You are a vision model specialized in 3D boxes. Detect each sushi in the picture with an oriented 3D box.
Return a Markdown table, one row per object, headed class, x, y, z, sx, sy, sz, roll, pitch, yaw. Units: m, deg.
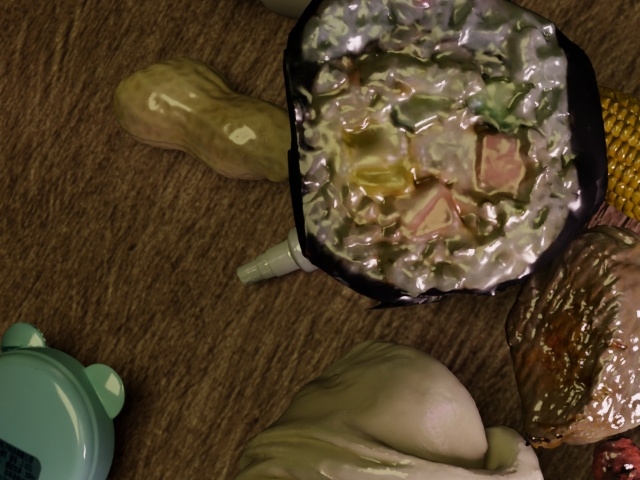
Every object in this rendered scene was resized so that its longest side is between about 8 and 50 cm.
| class | x | y | z | sx | sy | sz | roll | pitch | yaw |
| --- | --- | --- | --- | --- | --- | --- | --- | --- | --- |
| sushi | 0.119 | -0.097 | 1.554 | 0.328 | 0.285 | 0.328 | -8 | 86 | 4 |

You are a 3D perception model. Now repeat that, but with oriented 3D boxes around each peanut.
| class | x | y | z | sx | sy | sz | roll | pitch | yaw |
| --- | --- | --- | --- | --- | --- | --- | --- | --- | --- |
| peanut | -0.132 | -0.149 | 1.792 | 0.256 | 0.123 | 0.124 | 20 | 90 | 20 |

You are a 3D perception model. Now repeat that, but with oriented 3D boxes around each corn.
| class | x | y | z | sx | sy | sz | roll | pitch | yaw |
| --- | --- | --- | --- | --- | --- | --- | --- | --- | --- |
| corn | 0.365 | -0.074 | 1.595 | 0.321 | 0.119 | 0.119 | 31 | 94 | 17 |

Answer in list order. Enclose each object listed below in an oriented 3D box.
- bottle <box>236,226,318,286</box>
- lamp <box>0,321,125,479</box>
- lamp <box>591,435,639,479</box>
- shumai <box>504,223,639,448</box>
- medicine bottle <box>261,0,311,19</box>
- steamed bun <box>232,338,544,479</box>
| class | x | y | z | sx | sy | sz | roll | pitch | yaw |
| --- | --- | --- | --- | --- | --- | --- | --- | --- | --- |
| bottle | 0.000 | 0.000 | 1.749 | 0.217 | 0.060 | 0.060 | -23 | 75 | 15 |
| lamp | -0.357 | 0.259 | 1.798 | 0.209 | 0.147 | 0.284 | 24 | 83 | 24 |
| lamp | 0.332 | 0.312 | 1.528 | 0.223 | 0.215 | 0.151 | -60 | 44 | 37 |
| shumai | 0.305 | 0.106 | 1.554 | 0.183 | 0.185 | 0.218 | -16 | 71 | 37 |
| medicine bottle | 0.016 | -0.353 | 1.713 | 0.339 | 0.208 | 0.208 | 16 | 88 | 22 |
| steamed bun | 0.048 | 0.300 | 1.540 | 0.342 | 0.255 | 0.368 | 19 | 109 | 33 |
